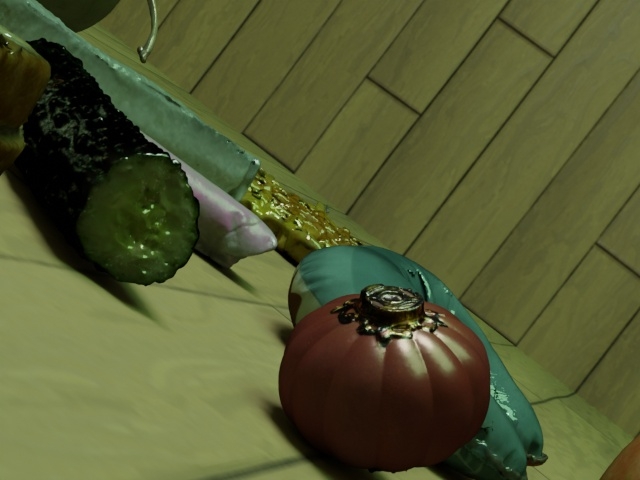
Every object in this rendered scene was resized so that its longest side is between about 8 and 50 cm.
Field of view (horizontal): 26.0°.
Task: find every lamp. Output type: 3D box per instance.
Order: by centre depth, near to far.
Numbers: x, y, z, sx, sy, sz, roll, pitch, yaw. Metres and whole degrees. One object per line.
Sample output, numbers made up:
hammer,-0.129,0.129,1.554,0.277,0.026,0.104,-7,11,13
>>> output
lamp,0.032,0.069,0.690,0.108,0.092,0.107,5,23,-2

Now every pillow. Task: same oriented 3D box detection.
pillow,0.072,0.084,0.948,0.214,0.086,0.233,43,7,10

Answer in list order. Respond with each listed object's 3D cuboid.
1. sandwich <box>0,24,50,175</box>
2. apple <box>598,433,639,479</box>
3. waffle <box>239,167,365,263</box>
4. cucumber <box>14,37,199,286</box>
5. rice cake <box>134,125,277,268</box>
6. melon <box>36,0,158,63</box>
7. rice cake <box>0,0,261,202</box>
sandwich,-0.226,-0.104,0.461,0.273,0.095,0.249,36,1,-2
apple,0.210,0.167,0.612,0.209,0.164,0.209,40,4,-3
waffle,-0.001,0.001,1.451,0.245,0.052,0.254,42,7,33
cucumber,-0.143,-0.059,0.799,0.072,0.072,0.300,35,4,-31
rice cake,-0.142,-0.061,0.970,0.270,0.049,0.055,37,17,-18
melon,-0.294,-0.333,1.334,0.308,0.271,0.272,25,12,-45
rice cake,-0.184,-0.127,1.226,0.336,0.066,0.063,35,4,-33
